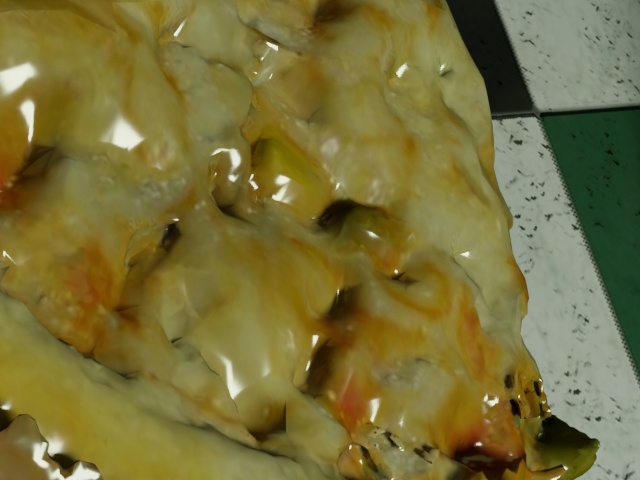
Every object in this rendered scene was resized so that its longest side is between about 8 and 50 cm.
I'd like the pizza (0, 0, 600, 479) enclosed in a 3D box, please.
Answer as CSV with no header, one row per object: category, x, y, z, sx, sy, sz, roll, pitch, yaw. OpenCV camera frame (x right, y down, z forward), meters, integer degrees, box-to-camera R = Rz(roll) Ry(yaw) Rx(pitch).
pizza,-0.008,0.026,0.481,0.435,0.080,0.392,-35,94,-43
